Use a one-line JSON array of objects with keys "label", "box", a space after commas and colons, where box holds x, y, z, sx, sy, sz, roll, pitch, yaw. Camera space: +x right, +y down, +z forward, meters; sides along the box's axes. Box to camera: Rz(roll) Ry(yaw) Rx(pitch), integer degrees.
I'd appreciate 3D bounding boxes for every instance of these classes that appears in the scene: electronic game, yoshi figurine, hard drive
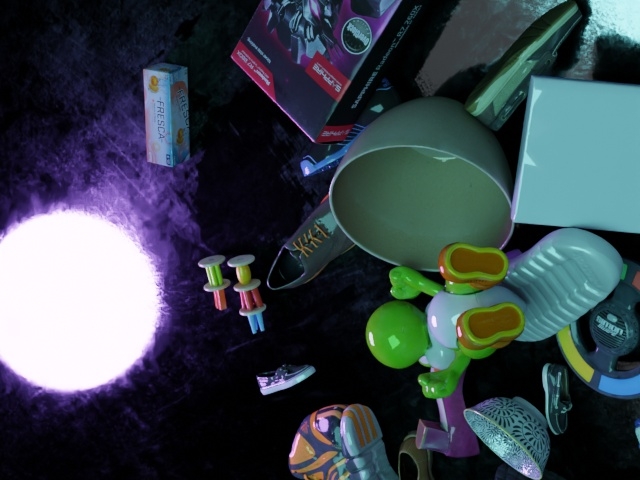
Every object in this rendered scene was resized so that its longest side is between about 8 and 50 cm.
[{"label": "electronic game", "box": [0.460, 0.135, 1.814, 0.229, 0.048, 0.229, 14, 109, 46]}, {"label": "yoshi figurine", "box": [0.173, 0.132, 1.814, 0.203, 0.203, 0.362, 37, 159, 3]}, {"label": "hard drive", "box": [0.444, -0.116, 1.654, 0.318, 0.040, 0.210, 5, 107, -2]}]

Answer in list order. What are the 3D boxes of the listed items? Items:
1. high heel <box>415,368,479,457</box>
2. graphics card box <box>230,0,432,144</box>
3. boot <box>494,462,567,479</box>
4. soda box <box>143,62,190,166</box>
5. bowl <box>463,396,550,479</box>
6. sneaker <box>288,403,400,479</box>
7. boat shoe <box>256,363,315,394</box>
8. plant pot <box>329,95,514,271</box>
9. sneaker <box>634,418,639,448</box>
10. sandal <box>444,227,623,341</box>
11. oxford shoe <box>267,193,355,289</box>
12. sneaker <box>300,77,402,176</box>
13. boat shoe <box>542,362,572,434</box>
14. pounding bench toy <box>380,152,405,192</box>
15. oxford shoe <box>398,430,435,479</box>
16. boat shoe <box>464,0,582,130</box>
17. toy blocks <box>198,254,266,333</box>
[{"label": "high heel", "box": [0.251, 0.268, 2.036, 0.117, 0.082, 0.244, 9, 101, -13]}, {"label": "graphics card box", "box": [0.031, -0.365, 1.835, 0.233, 0.094, 0.371, 48, 121, 23]}, {"label": "boot", "box": [0.420, 0.549, 2.009, 0.338, 0.118, 0.223, 32, 128, 22]}, {"label": "soda box", "box": [-0.284, -0.233, 2.150, 0.063, 0.058, 0.183, 14, 117, 27]}, {"label": "bowl", "box": [0.332, 0.318, 1.967, 0.170, 0.080, 0.170, 41, 165, 14]}, {"label": "sneaker", "box": [0.051, 0.466, 2.208, 0.180, 0.124, 0.321, -14, 91, 39]}, {"label": "boat shoe", "box": [-0.070, 0.260, 2.228, 0.142, 0.049, 0.040, -25, 95, 39]}, {"label": "plant pot", "box": [0.170, -0.114, 1.811, 0.284, 0.191, 0.284, 9, 142, 8]}, {"label": "sneaker", "box": [0.561, 0.334, 1.846, 0.131, 0.112, 0.296, 22, 114, 36]}, {"label": "sandal", "box": [0.344, 0.063, 1.825, 0.169, 0.102, 0.416, 43, 154, -10]}, {"label": "oxford shoe", "box": [0.000, 0.000, 2.045, 0.097, 0.098, 0.271, 44, 126, 9]}, {"label": "sneaker", "box": [0.044, -0.193, 1.957, 0.232, 0.081, 0.090, -32, 83, 33]}, {"label": "boat shoe", "box": [0.401, 0.266, 1.942, 0.038, 0.046, 0.125, -1, 100, 37]}, {"label": "pounding bench toy", "box": [0.111, -0.119, 1.936, 0.052, 0.083, 0.065, -11, 104, 35]}, {"label": "oxford shoe", "box": [0.176, 0.462, 2.144, 0.076, 0.076, 0.212, -4, 109, 31]}, {"label": "boat shoe", "box": [0.312, -0.258, 1.731, 0.073, 0.080, 0.223, 43, 93, -15]}, {"label": "toy blocks", "box": [-0.165, 0.105, 2.218, 0.123, 0.054, 0.148, -2, 109, 32]}]
